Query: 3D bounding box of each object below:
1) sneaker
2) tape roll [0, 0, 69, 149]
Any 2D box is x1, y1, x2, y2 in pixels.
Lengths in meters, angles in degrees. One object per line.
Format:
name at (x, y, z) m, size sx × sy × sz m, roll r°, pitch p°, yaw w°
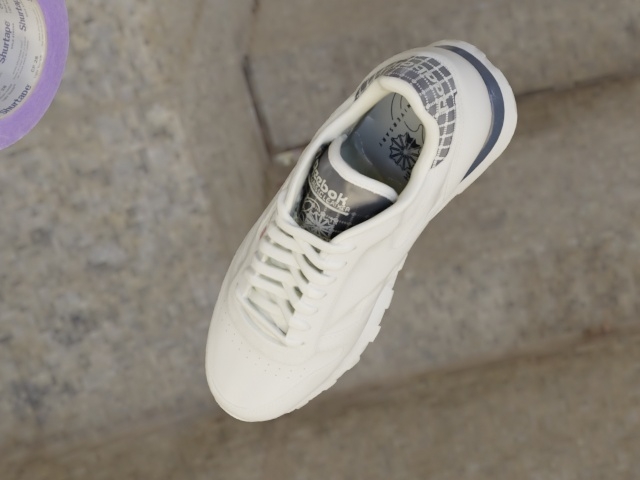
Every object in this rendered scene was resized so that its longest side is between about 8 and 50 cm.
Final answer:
sneaker at (0.000, 0.000, 0.849) m, size 0.090 × 0.235 × 0.095 m, roll 37°, pitch 24°, yaw 12°
tape roll at (-0.322, -0.179, 1.557) m, size 0.080 × 0.189 × 0.189 m, roll 20°, pitch 41°, yaw 32°
